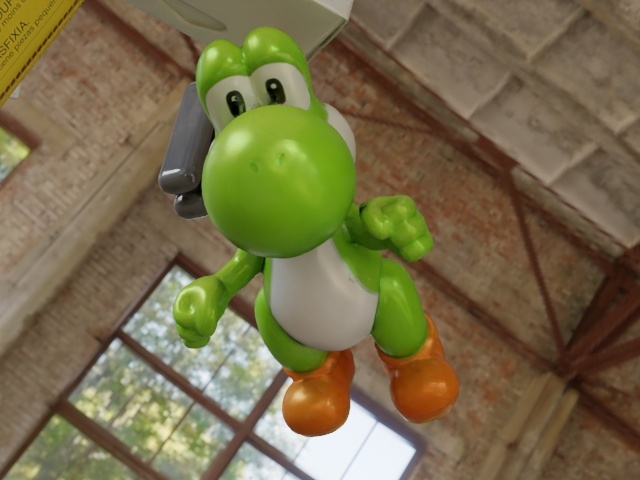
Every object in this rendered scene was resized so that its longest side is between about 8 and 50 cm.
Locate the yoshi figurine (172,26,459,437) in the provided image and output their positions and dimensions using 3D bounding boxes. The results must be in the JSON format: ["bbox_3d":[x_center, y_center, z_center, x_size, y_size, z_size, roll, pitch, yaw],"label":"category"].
[{"bbox_3d":[-0.010,0.018,0.873,0.203,0.203,0.362,22,-37,47],"label":"yoshi figurine"}]

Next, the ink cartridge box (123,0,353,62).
[{"bbox_3d":[-0.054,-0.314,0.933,0.211,0.289,0.121,24,-27,-19],"label":"ink cartridge box"}]

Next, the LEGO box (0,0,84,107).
[{"bbox_3d":[-0.273,-0.219,0.490,0.193,0.500,0.372,27,-15,28],"label":"LEGO box"}]

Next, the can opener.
[{"bbox_3d":[-0.103,-0.146,1.227,0.095,0.283,0.076,-11,-47,18],"label":"can opener"}]

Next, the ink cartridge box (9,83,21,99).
[{"bbox_3d":[-0.422,-0.270,1.348,0.045,0.179,0.145,14,7,36],"label":"ink cartridge box"}]
